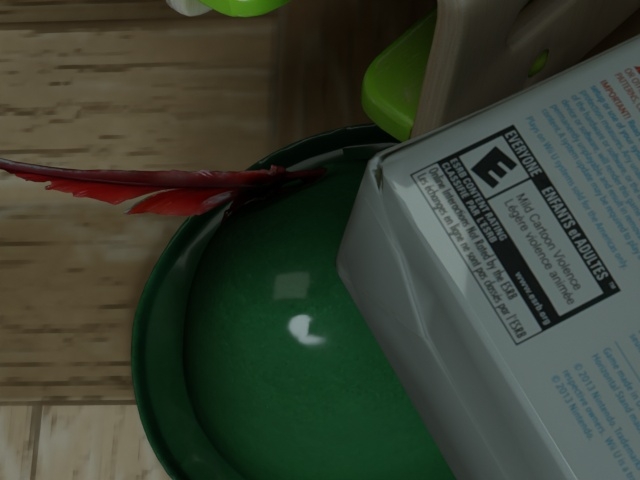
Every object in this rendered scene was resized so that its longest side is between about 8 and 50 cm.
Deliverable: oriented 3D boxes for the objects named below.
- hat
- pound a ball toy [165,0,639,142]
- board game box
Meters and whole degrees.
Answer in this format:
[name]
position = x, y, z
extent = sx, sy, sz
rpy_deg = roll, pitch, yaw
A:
[hat]
position = 0.000, 0.000, 0.634
extent = 0.208, 0.183, 0.173
rpy_deg = -33, 63, -11
[pound a ball toy]
position = 0.034, -0.169, 0.701
extent = 0.208, 0.135, 0.319
rpy_deg = 36, 53, 21
[board game box]
position = 0.191, 0.020, 0.574
extent = 0.303, 0.097, 0.224
rpy_deg = -25, 74, -16
